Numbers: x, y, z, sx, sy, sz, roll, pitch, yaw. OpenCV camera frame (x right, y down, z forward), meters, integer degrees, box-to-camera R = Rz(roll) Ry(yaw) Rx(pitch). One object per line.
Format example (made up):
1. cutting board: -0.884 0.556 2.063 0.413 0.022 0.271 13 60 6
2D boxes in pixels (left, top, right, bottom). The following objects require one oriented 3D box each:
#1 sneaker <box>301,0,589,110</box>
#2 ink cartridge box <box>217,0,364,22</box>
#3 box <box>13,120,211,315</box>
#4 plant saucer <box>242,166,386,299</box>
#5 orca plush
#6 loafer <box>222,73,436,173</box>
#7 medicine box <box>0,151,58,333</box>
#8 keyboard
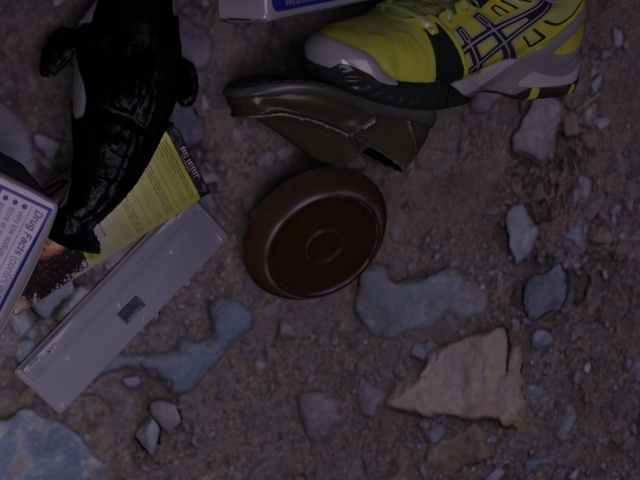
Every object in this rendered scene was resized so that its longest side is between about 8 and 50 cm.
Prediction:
1. sneaker: 0.132 -0.225 1.509 0.385 0.145 0.147 -13 122 -43
2. ink cartridge box: -0.003 -0.373 1.372 0.304 0.072 0.307 -25 117 -58
3. box: -0.229 -0.027 1.434 0.232 0.058 0.087 -35 117 -17
4. plant saucer: 0.000 0.000 1.554 0.168 0.029 0.168 -14 128 -19
5. orca plush: -0.197 -0.135 1.357 0.151 0.102 0.287 31 77 -12
6. loafer: 0.012 -0.118 1.520 0.251 0.094 0.087 8 96 -30
7. medicine box: -0.386 -0.044 1.194 0.289 0.263 0.149 27 91 -19
8. keyboard: -0.203 0.065 1.503 0.256 0.014 0.072 -47 125 -10
